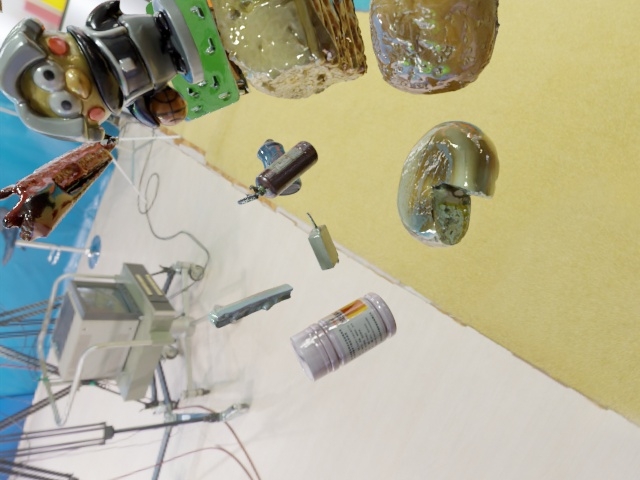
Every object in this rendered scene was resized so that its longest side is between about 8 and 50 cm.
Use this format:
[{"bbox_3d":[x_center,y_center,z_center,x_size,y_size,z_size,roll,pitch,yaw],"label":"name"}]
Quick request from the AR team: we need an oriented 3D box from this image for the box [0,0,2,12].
[{"bbox_3d":[-0.575,-0.407,0.686,0.012,0.083,0.046,5,97,62],"label":"box"}]

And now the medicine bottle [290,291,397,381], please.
[{"bbox_3d":[0.059,0.242,1.061,0.133,0.249,0.133,54,161,28],"label":"medicine bottle"}]

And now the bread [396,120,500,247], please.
[{"bbox_3d":[0.337,-0.150,1.116,0.333,0.159,0.334,-26,60,58],"label":"bread"}]

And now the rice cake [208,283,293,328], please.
[{"bbox_3d":[-0.134,0.129,0.836,0.042,0.180,0.031,32,131,45],"label":"rice cake"}]

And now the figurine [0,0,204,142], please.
[{"bbox_3d":[-0.286,-0.218,0.559,0.133,0.236,0.176,37,149,54],"label":"figurine"}]

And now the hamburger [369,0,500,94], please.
[{"bbox_3d":[0.227,-0.442,0.858,0.259,0.283,0.145,8,44,36],"label":"hamburger"}]

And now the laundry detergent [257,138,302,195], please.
[{"bbox_3d":[-0.127,-0.225,1.224,0.061,0.096,0.207,110,144,-52],"label":"laundry detergent"}]

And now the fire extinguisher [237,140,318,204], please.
[{"bbox_3d":[-0.110,-0.160,1.045,0.231,0.071,0.099,-45,27,-27],"label":"fire extinguisher"}]

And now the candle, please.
[{"bbox_3d":[-0.395,-0.105,0.668,0.059,0.084,0.302,-37,23,27],"label":"candle"}]

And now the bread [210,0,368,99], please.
[{"bbox_3d":[-0.049,-0.298,0.432,0.114,0.185,0.275,-17,100,23],"label":"bread"}]

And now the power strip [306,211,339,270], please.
[{"bbox_3d":[0.000,0.000,1.149,0.042,0.075,0.175,-16,110,21],"label":"power strip"}]

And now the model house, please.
[{"bbox_3d":[-0.213,-0.544,1.151,0.339,0.323,0.301,-9,109,31],"label":"model house"}]
